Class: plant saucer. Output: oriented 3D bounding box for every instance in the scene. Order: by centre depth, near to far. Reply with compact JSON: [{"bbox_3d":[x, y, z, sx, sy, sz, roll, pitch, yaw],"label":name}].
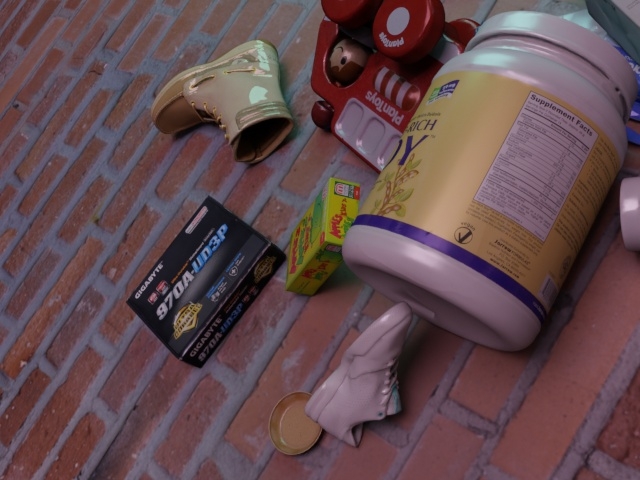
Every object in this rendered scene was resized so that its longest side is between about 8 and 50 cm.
[{"bbox_3d":[-0.030,0.242,0.952,0.083,0.015,0.083,-15,57,24],"label":"plant saucer"}]

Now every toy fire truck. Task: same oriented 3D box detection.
[{"bbox_3d":[0.086,-0.253,1.071,0.302,0.169,0.253,44,112,38],"label":"toy fire truck"}]

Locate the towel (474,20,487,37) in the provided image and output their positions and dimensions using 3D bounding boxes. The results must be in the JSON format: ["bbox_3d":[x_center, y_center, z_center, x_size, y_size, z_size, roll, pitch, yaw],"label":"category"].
[{"bbox_3d":[0.264,-0.252,0.983,0.029,0.120,0.067,-39,42,56],"label":"towel"}]

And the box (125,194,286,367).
[{"bbox_3d":[-0.181,0.060,1.120,0.175,0.051,0.220,36,87,39],"label":"box"}]

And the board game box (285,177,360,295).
[{"bbox_3d":[0.000,0.000,0.976,0.181,0.043,0.092,129,150,-60],"label":"board game box"}]

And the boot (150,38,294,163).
[{"bbox_3d":[-0.173,-0.209,1.238,0.262,0.095,0.203,-25,56,13],"label":"boot"}]

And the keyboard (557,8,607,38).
[{"bbox_3d":[0.445,-0.302,0.962,0.256,0.014,0.072,-6,57,28],"label":"keyboard"}]

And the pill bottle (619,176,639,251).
[{"bbox_3d":[0.433,-0.034,0.753,0.215,0.117,0.117,-4,63,30],"label":"pill bottle"}]

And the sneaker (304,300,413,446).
[{"bbox_3d":[0.068,0.165,0.868,0.094,0.080,0.212,41,123,15],"label":"sneaker"}]

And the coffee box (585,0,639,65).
[{"bbox_3d":[0.444,-0.323,0.821,0.247,0.098,0.141,-34,55,13],"label":"coffee box"}]

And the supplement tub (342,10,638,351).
[{"bbox_3d":[0.199,-0.067,0.835,0.241,0.241,0.331,22,77,38],"label":"supplement tub"}]

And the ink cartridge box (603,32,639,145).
[{"bbox_3d":[0.463,-0.256,0.880,0.186,0.065,0.311,33,90,37],"label":"ink cartridge box"}]
